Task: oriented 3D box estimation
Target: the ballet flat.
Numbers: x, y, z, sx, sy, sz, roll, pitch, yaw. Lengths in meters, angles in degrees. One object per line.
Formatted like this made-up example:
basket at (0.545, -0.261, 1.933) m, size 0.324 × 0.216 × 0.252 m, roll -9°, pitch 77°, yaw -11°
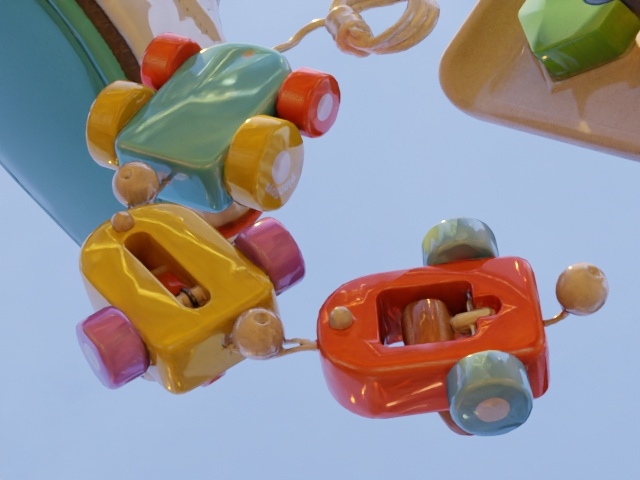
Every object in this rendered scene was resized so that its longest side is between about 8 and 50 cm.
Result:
ballet flat at (-0.124, -0.145, 0.704) m, size 0.139 × 0.139 × 0.400 m, roll -35°, pitch -61°, yaw 6°

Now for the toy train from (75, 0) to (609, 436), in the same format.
toy train at (0.000, 0.000, 0.468) m, size 0.125 × 0.046 × 0.166 m, roll -11°, pitch -139°, yaw -1°

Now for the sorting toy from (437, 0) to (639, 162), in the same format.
sorting toy at (0.151, -0.116, 0.679) m, size 0.193 × 0.038 × 0.208 m, roll -56°, pitch -145°, yaw -7°
